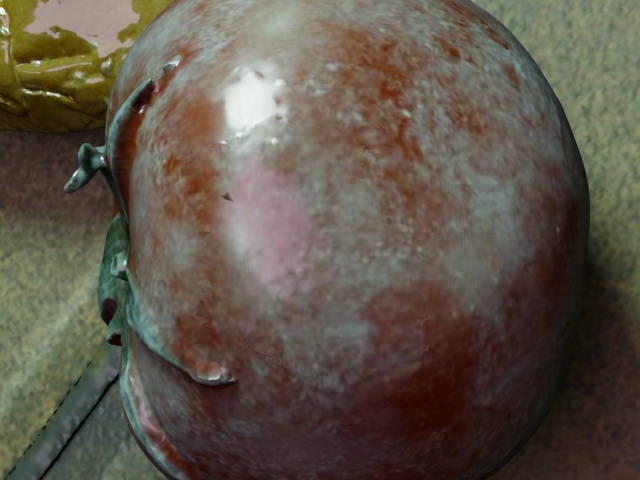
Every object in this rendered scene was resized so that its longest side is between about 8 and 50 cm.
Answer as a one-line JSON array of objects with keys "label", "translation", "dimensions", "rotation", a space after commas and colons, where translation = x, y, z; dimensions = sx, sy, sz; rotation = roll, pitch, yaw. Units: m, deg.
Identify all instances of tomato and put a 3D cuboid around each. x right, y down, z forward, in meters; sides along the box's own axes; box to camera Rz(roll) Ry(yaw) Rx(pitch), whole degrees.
[{"label": "tomato", "translation": [0.000, 0.000, 1.095], "dimensions": [0.282, 0.316, 0.317], "rotation": [-3, 83, -11]}]

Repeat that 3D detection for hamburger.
[{"label": "hamburger", "translation": [-0.169, -0.170, 1.273], "dimensions": [0.309, 0.132, 0.211], "rotation": [0, 83, 20]}]
